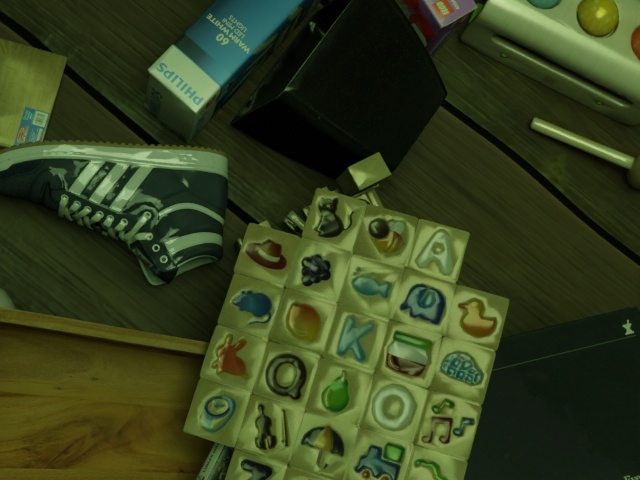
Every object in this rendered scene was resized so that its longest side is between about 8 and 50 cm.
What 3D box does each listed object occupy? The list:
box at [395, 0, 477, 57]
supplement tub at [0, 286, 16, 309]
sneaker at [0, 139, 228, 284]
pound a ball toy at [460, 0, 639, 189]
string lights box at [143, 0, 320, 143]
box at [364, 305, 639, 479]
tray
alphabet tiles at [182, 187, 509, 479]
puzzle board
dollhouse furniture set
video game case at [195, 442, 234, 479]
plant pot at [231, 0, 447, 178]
[{"bbox_3d":[0.056,-0.350,1.175,0.057,0.201,0.293,-32,88,-16],"label":"box"},{"bbox_3d":[-0.498,0.040,0.963,0.331,0.241,0.241,45,74,-2],"label":"supplement tub"},{"bbox_3d":[-0.241,-0.028,1.105,0.282,0.099,0.153,-1,78,-15],"label":"sneaker"},{"bbox_3d":[0.344,-0.228,1.248,0.319,0.136,0.208,26,75,-6],"label":"pound a ball toy"},{"bbox_3d":[-0.097,-0.246,1.158,0.077,0.133,0.260,41,75,-3],"label":"string lights box"},{"bbox_3d":[0.223,0.272,1.089,0.343,0.179,0.312,-11,76,-15],"label":"box"},{"bbox_3d":[-0.202,0.192,0.968,0.411,0.076,0.203,17,74,-46],"label":"tray"},{"bbox_3d":[0.028,0.127,0.995,0.285,0.011,0.342,16,78,5],"label":"alphabet tiles"},{"bbox_3d":[-0.365,-0.171,1.151,0.096,0.011,0.128,15,78,-10],"label":"puzzle board"},{"bbox_3d":[0.000,0.000,1.107,0.161,0.182,0.101,-28,86,-16],"label":"dollhouse furniture set"},{"bbox_3d":[-0.060,0.280,1.052,0.190,0.022,0.173,52,50,-33],"label":"video game case"},{"bbox_3d":[0.035,-0.172,1.156,0.167,0.188,0.187,39,74,-15],"label":"plant pot"}]
